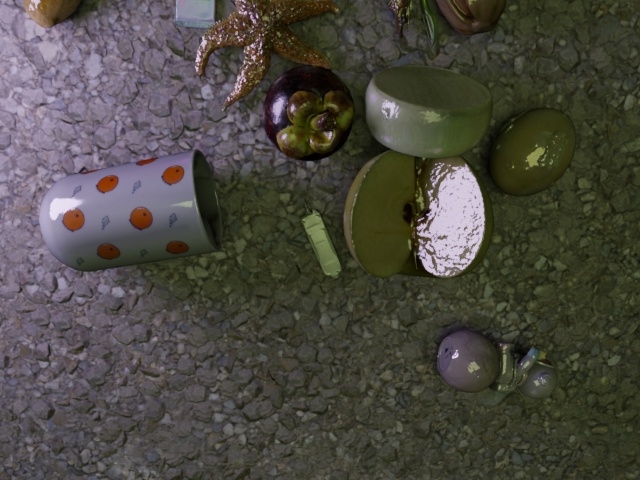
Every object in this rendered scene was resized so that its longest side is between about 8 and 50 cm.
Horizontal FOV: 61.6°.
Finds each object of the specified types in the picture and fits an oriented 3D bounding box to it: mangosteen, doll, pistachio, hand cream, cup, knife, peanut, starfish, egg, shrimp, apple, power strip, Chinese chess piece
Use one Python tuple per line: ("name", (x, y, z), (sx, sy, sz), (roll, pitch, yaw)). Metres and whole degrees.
("mangosteen", (-0.019, -0.248, 1.066), (0.193, 0.217, 0.192), (-3, 108, -8))
("doll", (0.420, 0.298, 1.247), (0.288, 0.151, 0.150), (15, 102, -9))
("pistachio", (0.292, -0.511, 1.070), (0.130, 0.131, 0.206), (-22, 102, 46))
("hand cream", (-0.251, -0.573, 1.077), (0.079, 0.050, 0.274), (12, 108, 23))
("cup", (-0.382, -0.055, 1.097), (0.318, 0.212, 0.212), (-10, 103, 1))
("knife", (0.218, -0.500, 1.118), (0.026, 0.022, 0.183), (-10, 106, 31))
("peanut", (-0.506, -0.524, 1.049), (0.108, 0.095, 0.225), (32, 104, 7))
("starfish", (-0.108, -0.417, 1.099), (0.303, 0.060, 0.298), (-1, 103, -4))
("egg", (0.445, -0.185, 1.130), (0.164, 0.164, 0.201), (35, 94, -9))
("shrimp", (0.125, -0.540, 1.096), (0.144, 0.052, 0.250), (-9, 95, 10))
("apple", (0.198, -0.050, 1.112), (0.296, 0.233, 0.257), (0, 87, 8))
("power strip", (0.000, 0.000, 1.216), (0.048, 0.030, 0.191), (-22, 103, 4))
("Chinese chess piece", (0.209, -0.259, 1.058), (0.251, 0.250, 0.101), (3, 128, -3))
